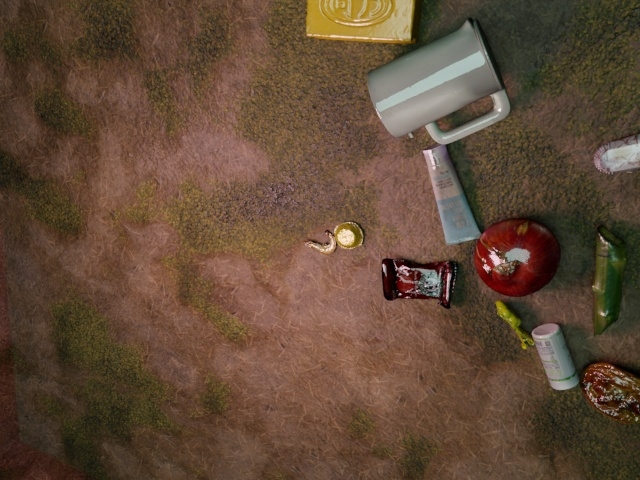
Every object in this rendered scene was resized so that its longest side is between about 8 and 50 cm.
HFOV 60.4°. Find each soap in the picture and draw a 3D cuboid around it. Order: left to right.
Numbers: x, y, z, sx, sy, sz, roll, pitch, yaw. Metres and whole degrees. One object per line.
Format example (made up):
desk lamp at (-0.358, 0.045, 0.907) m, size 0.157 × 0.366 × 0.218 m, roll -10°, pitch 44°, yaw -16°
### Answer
soap at (0.118, -0.663, 1.541) m, size 0.324 × 0.096 × 0.204 m, roll 9°, pitch 112°, yaw 20°

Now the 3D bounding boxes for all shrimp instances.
shrimp at (0.000, 0.000, 1.867) m, size 0.114 × 0.023 × 0.083 m, roll 17°, pitch 111°, yaw 10°

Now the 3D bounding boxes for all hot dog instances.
hot dog at (0.881, 0.445, 1.613) m, size 0.227 × 0.099 × 0.160 m, roll 21°, pitch 114°, yaw 18°
hot dog at (0.815, -0.225, 1.429) m, size 0.192 × 0.053 × 0.099 m, roll -13°, pitch 101°, yaw 29°

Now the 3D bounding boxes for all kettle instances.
kettle at (0.319, -0.404, 1.485) m, size 0.318 × 0.205 × 0.265 m, roll -22°, pitch 85°, yaw 25°

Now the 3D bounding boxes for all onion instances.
onion at (0.563, 0.055, 1.583) m, size 0.248 × 0.161 × 0.248 m, roll 5°, pitch 127°, yaw 7°

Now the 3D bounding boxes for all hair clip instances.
hair clip at (0.590, 0.253, 1.680) m, size 0.046 × 0.072 × 0.173 m, roll -35°, pitch 97°, yaw 18°

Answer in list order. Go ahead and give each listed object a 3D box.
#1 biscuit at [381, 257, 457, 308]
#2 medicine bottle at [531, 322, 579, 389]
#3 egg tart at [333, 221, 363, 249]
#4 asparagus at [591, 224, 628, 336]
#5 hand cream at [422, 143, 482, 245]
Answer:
biscuit at (0.314, 0.134, 1.757) m, size 0.235 × 0.063 × 0.151 m, roll 5°, pitch 110°, yaw 18°
medicine bottle at (0.706, 0.348, 1.656) m, size 0.086 × 0.086 × 0.183 m, roll -18°, pitch 101°, yaw 27°
egg tart at (0.090, -0.014, 1.815) m, size 0.105 × 0.039 × 0.105 m, roll 7°, pitch 108°, yaw 21°
asparagus at (0.804, 0.124, 1.540) m, size 0.085 × 0.082 × 0.343 m, roll -2°, pitch 109°, yaw 19°
hand cream at (0.381, -0.132, 1.637) m, size 0.111 × 0.070 × 0.312 m, roll -17°, pitch 104°, yaw 22°
